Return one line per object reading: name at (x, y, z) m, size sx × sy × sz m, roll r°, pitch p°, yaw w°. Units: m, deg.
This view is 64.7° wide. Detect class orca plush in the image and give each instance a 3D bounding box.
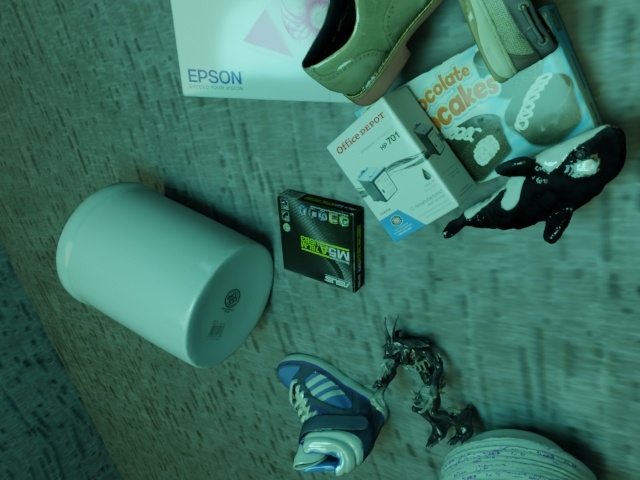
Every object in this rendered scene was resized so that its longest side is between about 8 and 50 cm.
orca plush at (0.293, -0.043, 0.708) m, size 0.287 × 0.151 × 0.102 m, roll -26°, pitch 60°, yaw 44°

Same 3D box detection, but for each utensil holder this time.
utensil holder at (-0.349, 0.073, 1.187) m, size 0.385 × 0.327 × 0.328 m, roll 23°, pitch 127°, yaw 23°

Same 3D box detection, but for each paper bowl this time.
paper bowl at (0.364, 0.466, 0.940) m, size 0.283 × 0.148 × 0.285 m, roll 9°, pitch 129°, yaw 11°

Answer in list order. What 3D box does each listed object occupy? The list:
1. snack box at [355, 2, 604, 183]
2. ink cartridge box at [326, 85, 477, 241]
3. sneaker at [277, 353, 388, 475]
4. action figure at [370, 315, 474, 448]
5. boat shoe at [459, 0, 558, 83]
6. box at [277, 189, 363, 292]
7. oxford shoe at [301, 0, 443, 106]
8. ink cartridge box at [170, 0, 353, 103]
snack box at (0.222, -0.181, 0.761) m, size 0.321 × 0.060 × 0.187 m, roll -20°, pitch 102°, yaw 43°
ink cartridge box at (0.122, -0.114, 0.780) m, size 0.191 × 0.082 × 0.139 m, roll 53°, pitch 136°, yaw -2°
sneaker at (-0.024, 0.412, 1.184) m, size 0.322 × 0.236 × 0.130 m, roll 21°, pitch 126°, yaw 27°
action figure at (0.189, 0.293, 1.016) m, size 0.276 × 0.141 × 0.164 m, roll 55°, pitch 146°, yaw -4°
boat shoe at (0.191, -0.318, 0.570) m, size 0.092 × 0.103 × 0.285 m, roll -21°, pitch 123°, yaw 24°
box at (0.000, 0.000, 1.055) m, size 0.190 × 0.045 × 0.184 m, roll 17°, pitch 122°, yaw 31°
oxford shoe at (0.092, -0.351, 0.660) m, size 0.123 × 0.130 × 0.349 m, roll 50°, pitch 121°, yaw 45°
ink cartridge box at (-0.076, -0.387, 0.785) m, size 0.323 × 0.071 × 0.331 m, roll 4°, pitch 122°, yaw 9°
